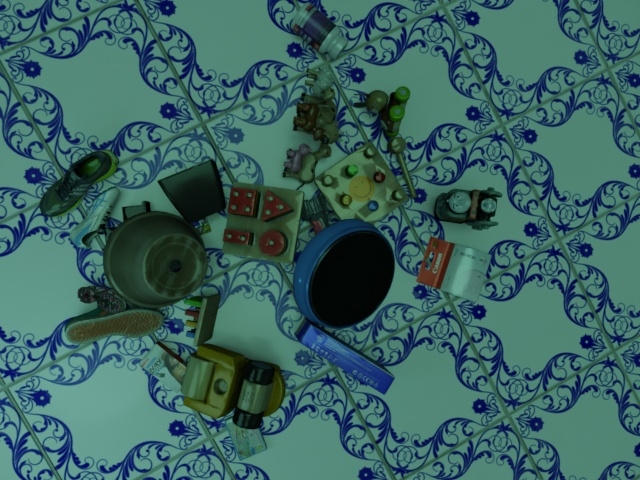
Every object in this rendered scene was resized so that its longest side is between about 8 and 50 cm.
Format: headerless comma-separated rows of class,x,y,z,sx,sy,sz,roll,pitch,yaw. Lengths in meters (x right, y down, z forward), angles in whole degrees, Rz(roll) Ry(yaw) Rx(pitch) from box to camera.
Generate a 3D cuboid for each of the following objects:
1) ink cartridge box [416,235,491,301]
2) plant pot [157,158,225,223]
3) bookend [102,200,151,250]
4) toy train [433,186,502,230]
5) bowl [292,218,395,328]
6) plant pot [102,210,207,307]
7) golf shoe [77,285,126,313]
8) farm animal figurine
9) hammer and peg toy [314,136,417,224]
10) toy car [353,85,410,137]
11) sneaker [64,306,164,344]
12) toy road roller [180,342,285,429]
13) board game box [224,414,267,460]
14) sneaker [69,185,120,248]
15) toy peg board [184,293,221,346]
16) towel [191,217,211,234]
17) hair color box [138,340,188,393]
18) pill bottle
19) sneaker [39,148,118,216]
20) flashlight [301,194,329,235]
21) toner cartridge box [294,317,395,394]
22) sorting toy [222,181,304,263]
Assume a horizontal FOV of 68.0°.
ink cartridge box,0.499,0.106,1.766,0.233,0.066,0.188,18,88,-11
plant pot,-0.411,-0.157,1.591,0.188,0.188,0.166,-23,100,-7
bookend,-0.657,-0.048,1.608,0.158,0.072,0.156,-7,92,-7
toy train,0.501,-0.112,1.637,0.191,0.334,0.142,8,92,7
bowl,0.092,0.122,1.604,0.392,0.077,0.390,-13,115,-30
plant pot,-0.483,0.067,1.477,0.324,0.280,0.322,-2,93,-32
golf shoe,-0.706,0.185,1.567,0.186,0.086,0.067,16,104,21
farm animal figurine,-0.008,-0.371,1.622,0.173,0.330,0.326,13,60,-5
hammer and peg toy,0.194,-0.207,1.687,0.362,0.127,0.265,-34,94,-6
toy car,0.206,-0.472,1.680,0.189,0.155,0.148,17,79,5
sneaker,-0.690,0.266,1.594,0.303,0.121,0.108,-3,107,-28
toy road roller,-0.276,0.483,1.607,0.330,0.241,0.202,14,87,18
board game box,-0.265,0.689,1.684,0.104,0.026,0.154,-21,93,-7
sneaker,-0.741,-0.076,1.590,0.086,0.085,0.237,36,91,3
toy peg board,-0.412,0.259,1.603,0.079,0.161,0.160,12,89,5
towel,-0.425,-0.059,1.669,0.060,0.009,0.083,-19,93,-6
hair color box,-0.528,0.436,1.637,0.167,0.053,0.093,40,85,-7
pill bottle,0.001,-0.732,1.671,0.194,0.108,0.108,38,86,-5
sneaker,-0.812,-0.196,1.563,0.111,0.121,0.300,44,85,-5
flashlight,0.000,0.000,1.683,0.103,0.103,0.303,-20,90,36
toner cartridge box,0.080,0.399,1.658,0.348,0.165,0.075,33,86,-7
sorting toy,-0.204,-0.064,1.625,0.256,0.089,0.256,9,89,8
